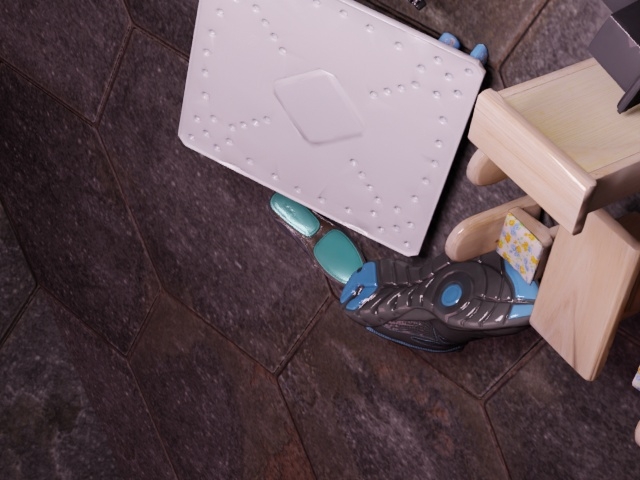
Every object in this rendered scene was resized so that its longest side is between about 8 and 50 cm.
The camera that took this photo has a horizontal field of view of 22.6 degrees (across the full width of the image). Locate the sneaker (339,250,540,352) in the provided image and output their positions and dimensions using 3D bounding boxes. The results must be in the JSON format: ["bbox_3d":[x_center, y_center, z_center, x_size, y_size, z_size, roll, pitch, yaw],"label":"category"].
[{"bbox_3d":[0.189,0.089,2.224,0.341,0.125,0.140,1,149,48],"label":"sneaker"}]

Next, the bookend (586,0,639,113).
[{"bbox_3d":[0.331,-0.236,1.674,0.156,0.157,0.072,51,148,15],"label":"bookend"}]

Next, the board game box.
[{"bbox_3d":[0.007,-0.192,2.155,0.390,0.050,0.390,26,141,9],"label":"board game box"}]

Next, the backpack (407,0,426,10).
[{"bbox_3d":[0.151,-0.365,1.877,0.182,0.115,0.152,3,129,54],"label":"backpack"}]

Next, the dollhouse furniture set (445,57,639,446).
[{"bbox_3d":[0.291,0.001,1.796,0.362,0.256,0.394,48,144,33],"label":"dollhouse furniture set"}]

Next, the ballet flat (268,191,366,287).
[{"bbox_3d":[0.000,0.000,2.456,0.203,0.074,0.074,45,146,14],"label":"ballet flat"}]
